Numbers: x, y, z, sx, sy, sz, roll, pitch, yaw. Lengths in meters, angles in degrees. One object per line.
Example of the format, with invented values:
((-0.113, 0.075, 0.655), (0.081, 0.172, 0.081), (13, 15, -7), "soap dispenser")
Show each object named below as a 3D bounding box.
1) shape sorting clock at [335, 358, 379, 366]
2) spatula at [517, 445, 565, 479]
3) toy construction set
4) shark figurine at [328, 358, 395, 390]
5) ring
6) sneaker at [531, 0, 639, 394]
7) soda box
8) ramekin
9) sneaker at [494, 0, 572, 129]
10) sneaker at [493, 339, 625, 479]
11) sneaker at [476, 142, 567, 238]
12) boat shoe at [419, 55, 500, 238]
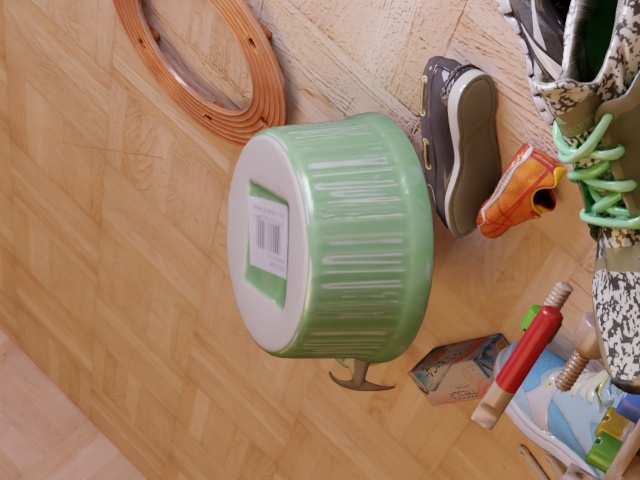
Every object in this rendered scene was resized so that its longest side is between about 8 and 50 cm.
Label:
((0.019, 0.102, 2.195), (0.206, 0.040, 0.206), (32, 146, 25), "shape sorting clock")
((0.370, 0.370, 2.035), (0.242, 0.019, 0.168), (55, 160, -9), "spatula")
((0.286, 0.203, 1.473), (0.309, 0.257, 0.237), (23, 114, -14), "toy construction set")
((0.067, 0.098, 2.033), (0.166, 0.116, 0.278), (-137, 35, -71), "shark figurine")
((-0.158, -0.265, 1.986), (0.337, 0.032, 0.336), (38, 153, 23), "ring")
((0.233, -0.082, 1.209), (0.158, 0.182, 0.410), (1, 87, 61), "sneaker")
((0.191, 0.172, 1.996), (0.063, 0.058, 0.183), (53, 154, -7), "soda box")
((0.000, 0.000, 1.793), (0.303, 0.148, 0.303), (177, 90, -66), "ramekin")
((0.240, -0.176, 1.412), (0.106, 0.078, 0.234), (7, 130, 58), "sneaker")
((0.328, 0.169, 1.724), (0.319, 0.127, 0.208), (45, 139, 38), "sneaker")
((0.218, -0.039, 1.658), (0.067, 0.064, 0.175), (36, 156, 6), "sneaker")
((0.148, -0.103, 1.665), (0.069, 0.081, 0.227), (35, 144, 34), "boat shoe")
